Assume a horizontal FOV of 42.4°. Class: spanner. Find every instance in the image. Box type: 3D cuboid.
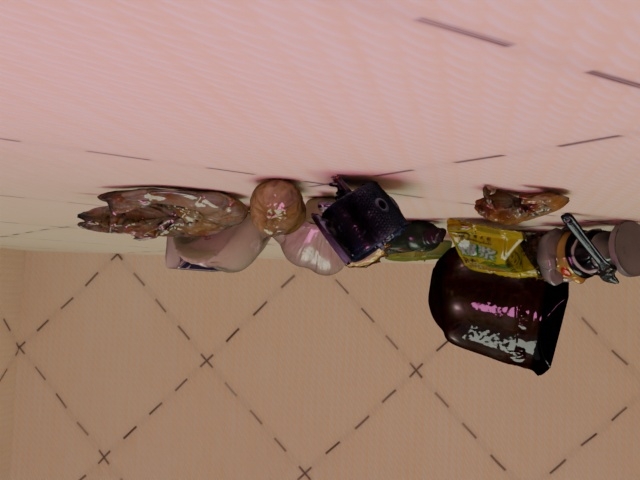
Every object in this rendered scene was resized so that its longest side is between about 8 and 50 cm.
[{"bbox_3d":[0.546,0.019,1.665,0.208,0.012,0.046,46,145,-22],"label":"spanner"}]

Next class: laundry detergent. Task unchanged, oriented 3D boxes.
[{"bbox_3d":[0.215,-0.008,1.921,0.144,0.078,0.222,4,174,-41],"label":"laundry detergent"}]

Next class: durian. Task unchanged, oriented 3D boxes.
[{"bbox_3d":[0.051,-0.013,1.881,0.225,0.078,0.140,14,131,-4],"label":"durian"}]

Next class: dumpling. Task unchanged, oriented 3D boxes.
[{"bbox_3d":[-0.220,-0.005,1.760,0.179,0.131,0.252,21,-144,25],"label":"dumpling"}]

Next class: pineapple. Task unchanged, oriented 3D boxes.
[{"bbox_3d":[0.490,0.033,2.039,0.248,0.128,0.128,6,177,17],"label":"pineapple"}]

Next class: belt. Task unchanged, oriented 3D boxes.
[{"bbox_3d":[0.062,-0.040,1.327,0.122,0.128,0.218,-36,173,5],"label":"belt"}]

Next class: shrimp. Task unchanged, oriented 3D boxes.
[{"bbox_3d":[-0.318,-0.058,1.594,0.361,0.085,0.247,-2,166,15],"label":"shrimp"},{"bbox_3d":[0.329,-0.065,1.348,0.188,0.051,0.132,-1,160,-40],"label":"shrimp"}]

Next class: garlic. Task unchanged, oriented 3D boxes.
[{"bbox_3d":[0.000,0.000,1.735,0.230,0.142,0.178,11,178,2],"label":"garlic"}]

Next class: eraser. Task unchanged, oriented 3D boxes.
[{"bbox_3d":[-0.335,0.024,2.319,0.068,0.124,0.210,-2,174,39],"label":"eraser"}]

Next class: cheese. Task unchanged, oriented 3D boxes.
[{"bbox_3d":[0.010,-0.057,1.541,0.092,0.047,0.171,-2,175,22],"label":"cheese"}]

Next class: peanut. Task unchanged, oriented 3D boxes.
[{"bbox_3d":[-0.072,-0.055,1.409,0.100,0.099,0.214,2,-179,3],"label":"peanut"}]

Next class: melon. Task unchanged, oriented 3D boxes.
[{"bbox_3d":[0.297,0.029,2.476,0.118,0.064,0.210,13,167,-43],"label":"melon"}]

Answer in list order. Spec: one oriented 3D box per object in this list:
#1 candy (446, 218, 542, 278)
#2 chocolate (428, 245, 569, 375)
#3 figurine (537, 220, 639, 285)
[{"bbox_3d":[0.400,0.030,1.887,0.187,0.081,0.297,6,158,26],"label":"candy"},{"bbox_3d":[0.464,0.148,2.229,0.332,0.383,0.383,10,176,3],"label":"chocolate"},{"bbox_3d":[0.593,0.026,1.805,0.176,0.132,0.236,-4,176,-35],"label":"figurine"}]
